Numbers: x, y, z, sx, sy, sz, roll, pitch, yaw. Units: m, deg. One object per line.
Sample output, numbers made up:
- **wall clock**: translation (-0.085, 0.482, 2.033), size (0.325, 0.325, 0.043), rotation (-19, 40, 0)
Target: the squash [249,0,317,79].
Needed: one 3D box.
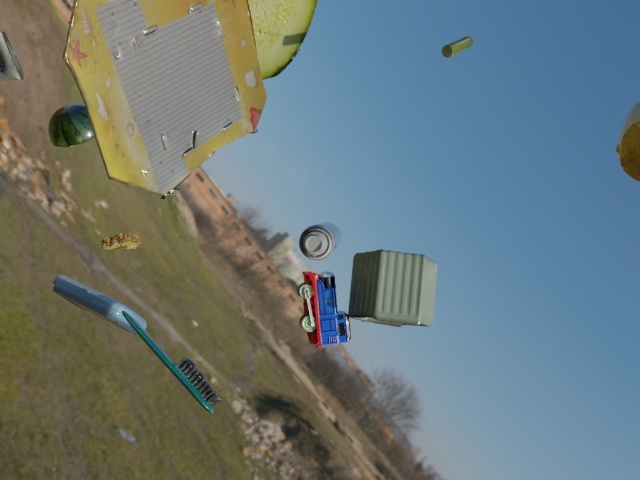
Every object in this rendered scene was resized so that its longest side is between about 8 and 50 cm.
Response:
- **squash**: translation (-0.117, -0.475, 1.494), size (0.204, 0.237, 0.154), rotation (143, -62, -77)

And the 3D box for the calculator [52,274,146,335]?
- **calculator**: translation (-0.426, 0.126, 1.267), size (0.210, 0.039, 0.121), rotation (20, -18, 26)

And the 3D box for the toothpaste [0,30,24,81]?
- **toothpaste**: translation (-0.765, -0.374, 1.422), size (0.323, 0.066, 0.100), rotation (-3, -66, 29)

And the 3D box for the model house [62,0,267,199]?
- **model house**: translation (-0.177, -0.175, 0.626), size (0.136, 0.207, 0.219), rotation (21, -41, 36)

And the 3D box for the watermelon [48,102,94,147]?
- **watermelon**: translation (-0.448, -0.215, 1.192), size (0.105, 0.106, 0.062), rotation (45, -24, 45)

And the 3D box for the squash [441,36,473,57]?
- **squash**: translation (0.286, -0.400, 1.351), size (0.027, 0.083, 0.027), rotation (32, -43, 35)

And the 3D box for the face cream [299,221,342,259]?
- **face cream**: translation (0.000, 0.000, 1.389), size (0.075, 0.075, 0.229), rotation (52, 7, 2)

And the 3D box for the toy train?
- **toy train**: translation (0.006, 0.182, 1.778), size (0.083, 0.131, 0.203), rotation (176, -92, -83)

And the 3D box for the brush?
- **brush**: translation (-0.208, 0.163, 0.922), size (0.193, 0.032, 0.043), rotation (47, -12, 8)

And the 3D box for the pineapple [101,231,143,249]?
- **pineapple**: translation (-0.338, 0.001, 1.136), size (0.083, 0.045, 0.019), rotation (3, 65, -57)

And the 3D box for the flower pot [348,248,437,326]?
- **flower pot**: translation (0.197, 0.135, 1.788), size (0.209, 0.189, 0.239), rotation (12, -10, -32)

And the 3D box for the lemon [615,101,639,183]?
- **lemon**: translation (0.462, -0.138, 0.881), size (0.114, 0.155, 0.114), rotation (24, -29, 14)
